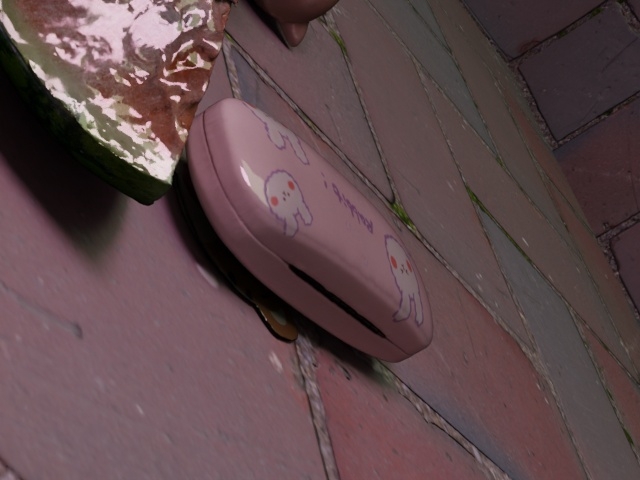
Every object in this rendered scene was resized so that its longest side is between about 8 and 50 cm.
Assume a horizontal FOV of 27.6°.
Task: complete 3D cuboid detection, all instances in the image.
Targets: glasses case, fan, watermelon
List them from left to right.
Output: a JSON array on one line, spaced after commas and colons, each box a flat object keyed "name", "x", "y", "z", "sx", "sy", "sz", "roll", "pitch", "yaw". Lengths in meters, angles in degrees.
[{"name": "watermelon", "x": -0.141, "y": -0.115, "z": 0.756, "sx": 0.146, "sy": 0.128, "sz": 0.231, "roll": 23, "pitch": 12, "yaw": -15}, {"name": "fan", "x": -0.085, "y": -0.034, "z": 0.897, "sx": 0.227, "sy": 0.008, "sz": 0.152, "roll": 48, "pitch": 19, "yaw": -33}, {"name": "glasses case", "x": 0.000, "y": 0.000, "z": 0.939, "sx": 0.297, "sy": 0.075, "sz": 0.113, "roll": 38, "pitch": 29, "yaw": -52}]

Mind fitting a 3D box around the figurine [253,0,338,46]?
[{"name": "figurine", "x": -0.027, "y": -0.287, "z": 1.361, "sx": 0.138, "sy": 0.125, "sz": 0.125, "roll": 55, "pitch": 12, "yaw": -47}]
